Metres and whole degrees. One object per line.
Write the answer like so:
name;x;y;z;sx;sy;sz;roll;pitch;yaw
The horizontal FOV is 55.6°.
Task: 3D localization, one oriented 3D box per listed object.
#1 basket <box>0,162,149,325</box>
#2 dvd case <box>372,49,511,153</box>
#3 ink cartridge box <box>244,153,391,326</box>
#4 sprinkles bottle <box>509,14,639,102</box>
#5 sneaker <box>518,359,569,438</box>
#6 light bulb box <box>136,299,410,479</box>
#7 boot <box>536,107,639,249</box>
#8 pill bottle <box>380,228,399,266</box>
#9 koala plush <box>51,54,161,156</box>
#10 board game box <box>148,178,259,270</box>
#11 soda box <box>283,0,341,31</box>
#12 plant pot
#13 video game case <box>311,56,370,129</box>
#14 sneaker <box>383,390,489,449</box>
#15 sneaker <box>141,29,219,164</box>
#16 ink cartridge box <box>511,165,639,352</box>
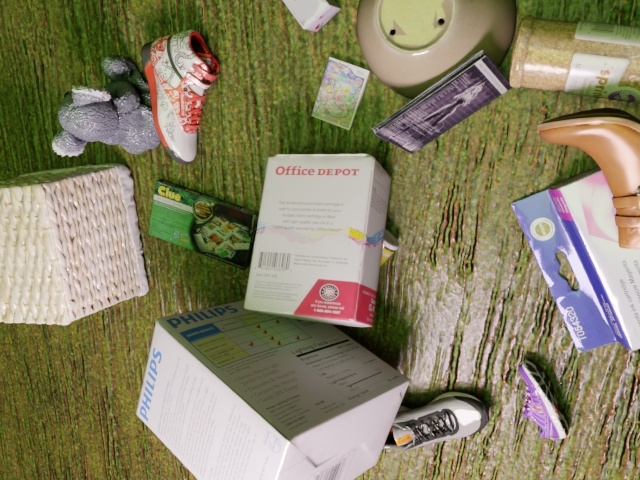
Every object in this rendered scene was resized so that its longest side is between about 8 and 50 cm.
basket;-0.623;0.003;1.396;0.329;0.266;0.331;-2;101;22
dvd case;0.217;-0.235;1.070;0.221;0.165;0.018;-32;69;25
ink cartridge box;0.000;0.000;1.160;0.226;0.131;0.306;4;77;24
sprinkles bottle;0.494;-0.282;0.972;0.356;0.121;0.121;13;108;18
sneaker;0.421;0.316;1.182;0.071;0.068;0.169;-22;95;30
light bulb box;-0.092;0.299;1.167;0.361;0.358;0.225;31;114;34
boot;0.490;-0.098;0.973;0.284;0.109;0.220;4;110;19
pill bottle;0.100;0.031;1.232;0.065;0.065;0.116;42;114;7
koala plush;-0.460;-0.268;1.286;0.203;0.221;0.196;42;113;7
board game box;-0.268;-0.037;1.377;0.260;0.030;0.136;20;112;15
soda box;-0.058;-0.506;1.152;0.069;0.074;0.216;-37;89;25
plant pot;0.180;-0.379;1.030;0.284;0.191;0.283;5;104;19
video game case;0.039;-0.291;1.204;0.087;0.011;0.121;24;110;14
sneaker;0.215;0.387;1.256;0.272;0.108;0.100;-17;95;23
sneaker;-0.278;-0.303;1.279;0.145;0.090;0.269;-11;97;25
ink cartridge box;0.552;0.020;1.056;0.330;0.071;0.324;-25;94;23
